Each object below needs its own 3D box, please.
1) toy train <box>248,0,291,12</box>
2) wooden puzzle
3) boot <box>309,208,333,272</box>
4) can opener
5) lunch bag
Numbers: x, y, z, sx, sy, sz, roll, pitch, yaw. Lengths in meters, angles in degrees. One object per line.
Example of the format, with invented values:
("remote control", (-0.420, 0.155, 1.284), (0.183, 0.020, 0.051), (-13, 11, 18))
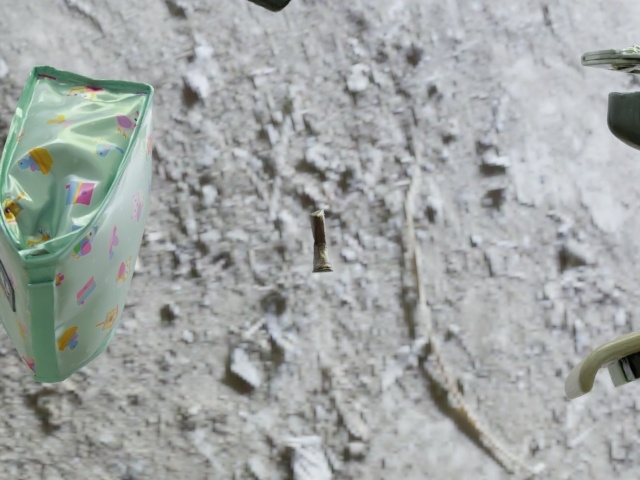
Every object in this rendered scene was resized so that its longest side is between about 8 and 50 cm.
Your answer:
("toy train", (-0.147, -0.409, 1.514), (0.334, 0.142, 0.190), (21, 40, -31))
("wooden puzzle", (0.294, 0.064, 0.915), (0.221, 0.238, 0.044), (45, 21, -78))
("boot", (0.000, 0.000, 2.246), (0.037, 0.106, 0.114), (-2, 92, -10))
("can opener", (0.304, -0.104, 0.946), (0.283, 0.076, 0.095), (2, 92, -40))
("lunch bag", (-0.266, -0.011, 1.290), (0.160, 0.223, 0.262), (10, 50, -2))
